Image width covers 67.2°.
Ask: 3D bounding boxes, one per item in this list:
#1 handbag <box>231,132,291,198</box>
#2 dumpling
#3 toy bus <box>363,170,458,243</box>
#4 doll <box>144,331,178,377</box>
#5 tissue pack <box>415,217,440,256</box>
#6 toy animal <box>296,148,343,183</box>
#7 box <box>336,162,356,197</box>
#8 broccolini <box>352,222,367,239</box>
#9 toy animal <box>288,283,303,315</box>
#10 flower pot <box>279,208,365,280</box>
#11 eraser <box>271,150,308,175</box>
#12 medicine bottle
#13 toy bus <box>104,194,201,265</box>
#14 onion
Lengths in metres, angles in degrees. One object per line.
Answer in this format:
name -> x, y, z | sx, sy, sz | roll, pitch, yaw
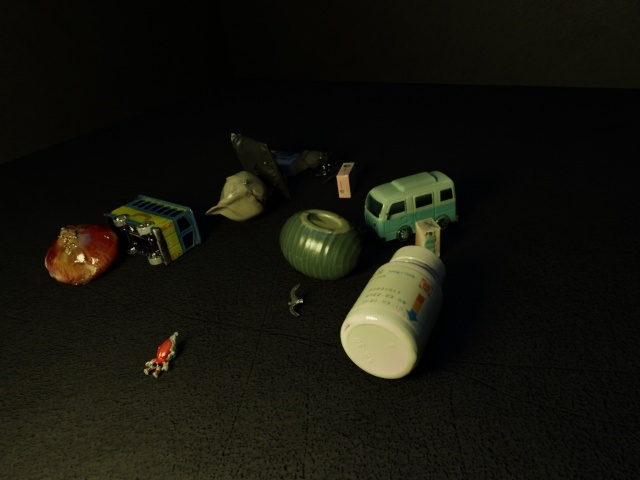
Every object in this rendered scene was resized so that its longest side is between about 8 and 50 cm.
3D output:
handbag -> -0.216, -0.269, 1.768 | 0.210, 0.254, 0.088 | 24, 58, 40
dumpling -> -0.263, -0.127, 1.647 | 0.163, 0.205, 0.293 | 34, 8, 2
toy bus -> 0.266, -0.107, 1.445 | 0.271, 0.165, 0.133 | -16, 31, -13
doll -> -0.354, 0.260, 1.102 | 0.057, 0.039, 0.114 | -25, 28, 44
tissue pack -> 0.297, -0.005, 1.334 | 0.058, 0.095, 0.074 | -11, 31, -6
toy animal -> -0.016, -0.321, 1.890 | 0.121, 0.117, 0.210 | -35, 58, -29
box -> 0.097, -0.221, 1.760 | 0.043, 0.089, 0.125 | 1, 30, 16
broccolini -> 0.042, -0.053, 1.478 | 0.216, 0.067, 0.058 | 28, 2, 28
toy animal -> -0.063, 0.155, 1.215 | 0.028, 0.050, 0.084 | 9, 61, -16
flower pot -> 0.003, 0.008, 1.318 | 0.242, 0.157, 0.189 | 21, 37, 19
eraser -> -0.169, -0.328, 2.030 | 0.210, 0.068, 0.124 | 13, 37, 34
medicine bottle -> 0.172, 0.141, 1.043 | 0.170, 0.170, 0.293 | 9, 35, 27
toy bus -> -0.546, -0.039, 1.561 | 0.287, 0.138, 0.175 | 15, 39, 34
onion -> -0.740, 0.020, 1.471 | 0.229, 0.163, 0.230 | -13, 47, 14
